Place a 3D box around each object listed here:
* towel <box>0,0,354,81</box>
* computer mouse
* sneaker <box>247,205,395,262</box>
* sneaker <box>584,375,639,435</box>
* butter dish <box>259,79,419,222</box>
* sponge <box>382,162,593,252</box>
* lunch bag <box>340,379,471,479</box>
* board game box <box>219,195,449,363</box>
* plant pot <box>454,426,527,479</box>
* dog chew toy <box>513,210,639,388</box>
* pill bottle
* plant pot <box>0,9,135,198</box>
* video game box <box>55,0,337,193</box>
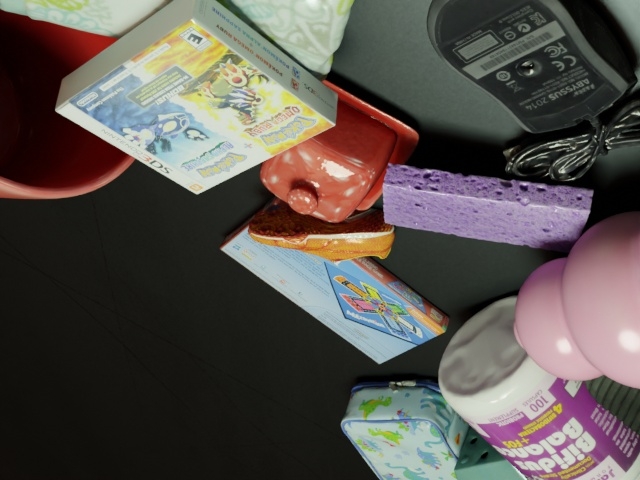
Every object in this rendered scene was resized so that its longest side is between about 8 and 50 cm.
[{"bbox_3d":[-0.100,-0.297,0.765,0.321,0.090,0.374,14,143,-10],"label":"towel"},{"bbox_3d":[0.198,-0.163,0.844,0.188,0.072,0.272,-18,138,38],"label":"computer mouse"},{"bbox_3d":[0.000,0.000,1.106,0.175,0.064,0.067,5,132,4],"label":"sneaker"},{"bbox_3d":[0.461,0.166,1.024,0.331,0.146,0.122,18,150,10],"label":"sneaker"},{"bbox_3d":[-0.002,-0.077,0.998,0.160,0.118,0.160,29,141,-5],"label":"butter dish"},{"bbox_3d":[0.171,-0.034,0.984,0.210,0.031,0.117,9,162,10],"label":"sponge"},{"bbox_3d":[0.140,0.297,1.382,0.176,0.090,0.219,-8,132,32],"label":"lunch bag"},{"bbox_3d":[0.018,0.056,1.215,0.281,0.027,0.145,37,141,-16],"label":"board game box"},{"bbox_3d":[0.309,0.353,1.308,0.234,0.165,0.165,47,137,-15],"label":"plant pot"},{"bbox_3d":[0.334,0.054,0.906,0.206,0.206,0.332,43,138,-22],"label":"dog chew toy"},{"bbox_3d":[0.297,0.220,1.146,0.301,0.169,0.169,44,138,-22],"label":"pill bottle"},{"bbox_3d":[-0.353,-0.160,0.989,0.243,0.275,0.275,-9,132,45],"label":"plant pot"},{"bbox_3d":[-0.120,-0.133,0.900,0.205,0.048,0.187,-22,143,37],"label":"video game box"}]
